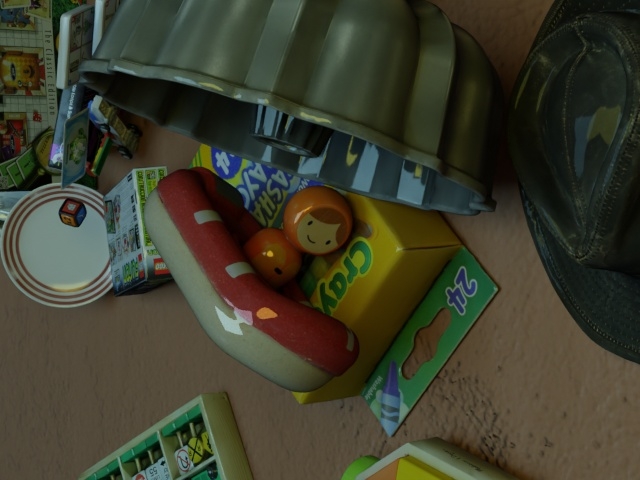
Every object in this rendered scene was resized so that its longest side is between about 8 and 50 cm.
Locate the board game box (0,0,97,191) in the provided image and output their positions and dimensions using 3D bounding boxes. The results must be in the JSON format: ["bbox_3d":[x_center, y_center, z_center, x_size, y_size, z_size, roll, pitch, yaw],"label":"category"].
[{"bbox_3d":[-0.320,-0.184,1.696,0.030,0.136,0.260,-5,90,46],"label":"board game box"}]

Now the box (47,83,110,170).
[{"bbox_3d":[-0.251,-0.162,1.638,0.029,0.116,0.162,14,104,6],"label":"box"}]

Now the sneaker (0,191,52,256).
[{"bbox_3d":[-0.360,-0.029,1.781,0.212,0.094,0.080,27,113,45],"label":"sneaker"}]

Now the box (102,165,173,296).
[{"bbox_3d":[-0.189,-0.006,1.572,0.207,0.036,0.114,160,103,-72],"label":"box"}]

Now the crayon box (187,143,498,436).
[{"bbox_3d":[0.000,0.000,1.386,0.323,0.083,0.203,54,129,31],"label":"crayon box"}]

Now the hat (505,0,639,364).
[{"bbox_3d":[0.222,-0.066,1.096,0.331,0.134,0.331,3,95,47],"label":"hat"}]

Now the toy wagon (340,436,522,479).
[{"bbox_3d":[0.102,0.352,1.304,0.267,0.068,0.344,23,109,46],"label":"toy wagon"}]

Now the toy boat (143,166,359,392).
[{"bbox_3d":[-0.036,0.014,1.284,0.151,0.151,0.231,-40,59,10],"label":"toy boat"}]

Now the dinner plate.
[{"bbox_3d":[-0.285,0.005,1.687,0.017,0.141,0.141,-119,33,-80],"label":"dinner plate"}]

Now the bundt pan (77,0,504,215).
[{"bbox_3d":[-0.009,-0.127,1.142,0.331,0.331,0.124,12,82,47],"label":"bundt pan"}]

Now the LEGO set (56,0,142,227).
[{"bbox_3d":[-0.238,-0.143,1.563,0.060,0.182,0.244,16,118,16],"label":"LEGO set"}]

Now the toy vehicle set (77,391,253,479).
[{"bbox_3d":[-0.163,0.287,1.622,0.267,0.035,0.166,-36,66,43],"label":"toy vehicle set"}]
